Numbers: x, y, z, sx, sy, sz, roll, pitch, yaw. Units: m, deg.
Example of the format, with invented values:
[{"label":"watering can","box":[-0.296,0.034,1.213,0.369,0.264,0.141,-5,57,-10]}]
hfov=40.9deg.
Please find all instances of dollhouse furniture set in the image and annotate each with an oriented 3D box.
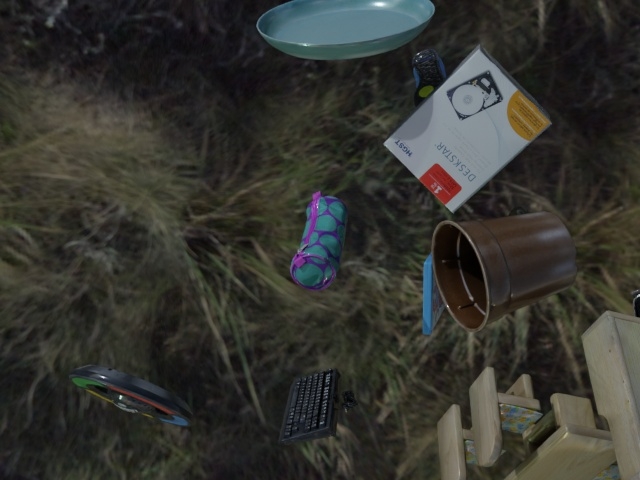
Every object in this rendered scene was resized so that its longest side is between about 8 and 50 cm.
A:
[{"label":"dollhouse furniture set","box":[0.254,0.205,0.787,0.212,0.242,0.161,13,48,-13]}]

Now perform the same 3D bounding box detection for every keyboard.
[{"label":"keyboard","box":[0.000,0.227,1.207,0.108,0.180,0.023,-12,106,8]}]

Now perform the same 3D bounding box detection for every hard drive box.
[{"label":"hard drive box","box":[0.258,-0.196,1.512,0.181,0.089,0.232,43,111,-5]}]

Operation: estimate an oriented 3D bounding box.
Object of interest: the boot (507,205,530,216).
[{"label":"boot","box":[0.368,0.029,1.736,0.106,0.082,0.219,16,85,-48]}]

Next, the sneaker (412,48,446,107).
[{"label":"sneaker","box":[0.228,-0.295,1.717,0.069,0.209,0.082,-17,132,17]}]

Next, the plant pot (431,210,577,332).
[{"label":"plant pot","box":[0.274,0.033,1.265,0.165,0.167,0.167,-15,96,-17]}]

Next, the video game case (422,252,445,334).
[{"label":"video game case","box":[0.191,0.072,1.416,0.015,0.166,0.119,4,105,17]}]

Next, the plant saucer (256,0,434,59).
[{"label":"plant saucer","box":[0.046,-0.385,1.537,0.317,0.317,0.044,-14,121,-10]}]

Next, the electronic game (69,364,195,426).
[{"label":"electronic game","box":[-0.326,0.273,1.489,0.229,0.229,0.048,25,68,-11]}]

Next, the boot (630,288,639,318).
[{"label":"boot","box":[0.671,0.224,1.646,0.091,0.229,0.263,-30,70,23]}]

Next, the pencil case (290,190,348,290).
[{"label":"pencil case","box":[0.000,0.000,1.242,0.064,0.152,0.070,-25,120,27]}]
